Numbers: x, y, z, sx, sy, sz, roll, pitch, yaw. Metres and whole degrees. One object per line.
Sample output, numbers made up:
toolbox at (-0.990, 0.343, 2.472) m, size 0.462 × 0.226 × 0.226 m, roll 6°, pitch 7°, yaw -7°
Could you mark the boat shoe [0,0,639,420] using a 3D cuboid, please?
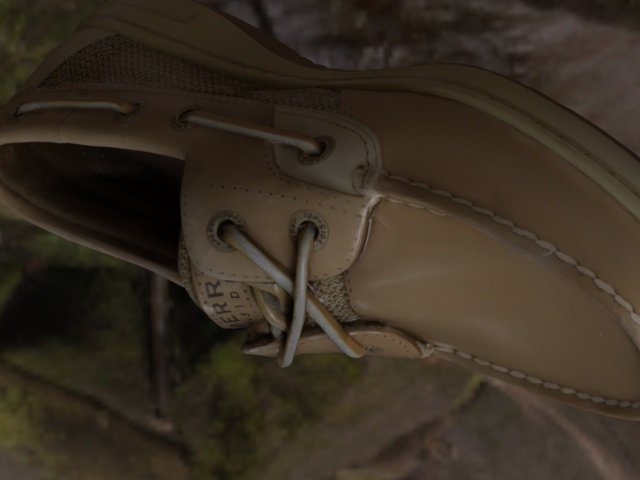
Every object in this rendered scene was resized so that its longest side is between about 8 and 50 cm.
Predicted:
boat shoe at (0.000, 0.000, 0.648) m, size 0.341 × 0.110 × 0.121 m, roll 22°, pitch 144°, yaw 42°
